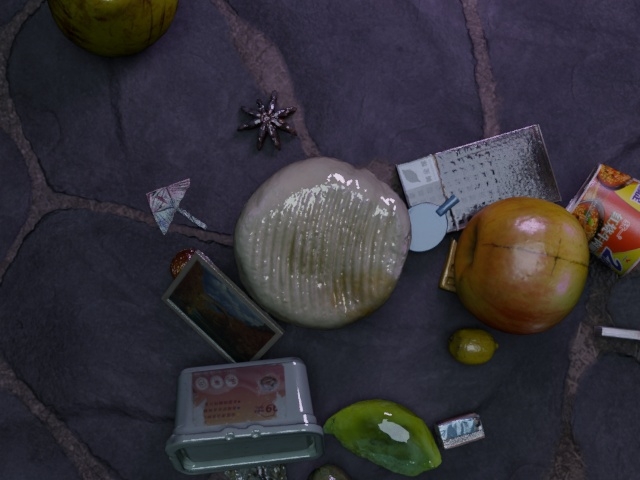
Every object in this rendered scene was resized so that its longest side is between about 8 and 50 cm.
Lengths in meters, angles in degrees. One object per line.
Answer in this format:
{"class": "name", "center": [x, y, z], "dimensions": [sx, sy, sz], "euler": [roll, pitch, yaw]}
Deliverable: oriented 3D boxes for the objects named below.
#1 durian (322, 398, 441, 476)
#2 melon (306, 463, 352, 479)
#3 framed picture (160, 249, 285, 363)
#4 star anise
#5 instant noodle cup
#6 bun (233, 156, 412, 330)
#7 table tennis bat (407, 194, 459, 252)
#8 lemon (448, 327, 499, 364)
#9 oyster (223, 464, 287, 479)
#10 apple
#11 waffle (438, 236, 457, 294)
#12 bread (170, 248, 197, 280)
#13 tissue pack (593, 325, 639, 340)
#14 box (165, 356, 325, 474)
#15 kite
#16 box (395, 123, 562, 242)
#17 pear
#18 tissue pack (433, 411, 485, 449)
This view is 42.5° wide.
{"class": "durian", "center": [0.138, 0.410, 1.731], "dimensions": [0.250, 0.101, 0.139], "euler": [27, 87, 1]}
{"class": "melon", "center": [0.031, 0.551, 1.716], "dimensions": [0.114, 0.114, 0.167], "euler": [-23, 87, -2]}
{"class": "framed picture", "center": [-0.208, 0.155, 1.727], "dimensions": [0.250, 0.016, 0.184], "euler": [43, 129, 0]}
{"class": "star anise", "center": [-0.113, -0.260, 1.797], "dimensions": [0.141, 0.042, 0.141], "euler": [0, 88, 0]}
{"class": "instant noodle cup", "center": [0.612, -0.051, 1.725], "dimensions": [0.174, 0.213, 0.213], "euler": [33, 87, 10]}
{"class": "bun", "center": [0.000, 0.000, 1.697], "dimensions": [0.365, 0.219, 0.365], "euler": [-1, 103, -3]}
{"class": "table tennis bat", "center": [0.233, -0.041, 1.755], "dimensions": [0.155, 0.019, 0.100], "euler": [-43, 86, 4]}
{"class": "lemon", "center": [0.327, 0.227, 1.755], "dimensions": [0.110, 0.082, 0.082], "euler": [6, 87, -7]}
{"class": "oyster", "center": [-0.132, 0.505, 1.744], "dimensions": [0.125, 0.064, 0.177], "euler": [-44, 86, 1]}
{"class": "apple", "center": [0.398, 0.049, 1.651], "dimensions": [0.233, 0.286, 0.286], "euler": [10, 87, -8]}
{"class": "waffle", "center": [0.361, 0.077, 1.794], "dimensions": [0.191, 0.032, 0.125], "euler": [16, 83, -3]}
{"class": "bread", "center": [-0.282, 0.059, 1.769], "dimensions": [0.085, 0.053, 0.085], "euler": [0, 87, -1]}
{"class": "tissue pack", "center": [0.651, 0.201, 1.774], "dimensions": [0.108, 0.056, 0.023], "euler": [6, 85, -1]}
{"class": "box", "center": [-0.155, 0.353, 1.688], "dimensions": [0.311, 0.175, 0.182], "euler": [-7, 55, -1]}
{"class": "kite", "center": [-0.312, -0.073, 1.802], "dimensions": [0.152, 0.005, 0.137], "euler": [23, 87, 0]}
{"class": "box", "center": [0.342, -0.123, 1.792], "dimensions": [0.324, 0.047, 0.180], "euler": [-16, 87, -2]}
{"class": "pear", "center": [-0.430, -0.516, 1.697], "dimensions": [0.283, 0.283, 0.284], "euler": [0, 87, -1]}
{"class": "tissue pack", "center": [0.295, 0.403, 1.748], "dimensions": [0.094, 0.074, 0.059], "euler": [-16, 84, -4]}
